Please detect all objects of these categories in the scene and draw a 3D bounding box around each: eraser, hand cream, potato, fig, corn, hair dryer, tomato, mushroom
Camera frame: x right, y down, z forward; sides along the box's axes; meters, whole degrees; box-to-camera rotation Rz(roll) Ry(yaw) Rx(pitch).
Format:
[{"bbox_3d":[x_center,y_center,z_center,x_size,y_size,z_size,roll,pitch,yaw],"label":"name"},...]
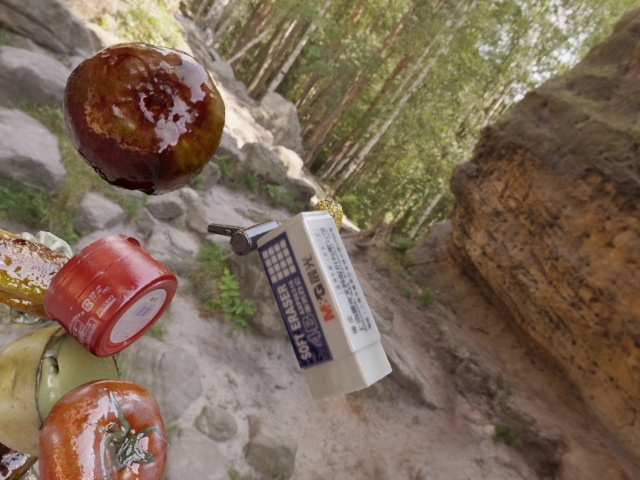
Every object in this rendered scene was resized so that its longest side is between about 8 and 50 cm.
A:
[{"bbox_3d":[0.001,0.102,0.738,0.081,0.124,0.279,-9,74,-50],"label":"eraser"},{"bbox_3d":[-0.360,0.097,0.806,0.125,0.193,0.193,39,10,8],"label":"hand cream"},{"bbox_3d":[-0.522,0.295,0.878,0.242,0.242,0.285,44,-25,44],"label":"potato"},{"bbox_3d":[-0.221,-0.123,0.631,0.191,0.190,0.290,37,-25,12],"label":"fig"},{"bbox_3d":[0.000,0.000,1.430,0.101,0.310,0.101,12,25,-6],"label":"corn"},{"bbox_3d":[-0.278,-0.021,1.552,0.251,0.089,0.197,9,19,26],"label":"hair dryer"},{"bbox_3d":[-0.330,0.340,0.735,0.237,0.095,0.236,47,35,-49],"label":"tomato"},{"bbox_3d":[-1.073,0.817,1.637,0.356,0.331,0.334,29,-26,-21],"label":"mushroom"}]

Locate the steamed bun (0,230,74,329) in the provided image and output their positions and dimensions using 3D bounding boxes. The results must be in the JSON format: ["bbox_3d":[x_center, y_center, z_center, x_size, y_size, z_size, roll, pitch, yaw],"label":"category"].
[{"bbox_3d":[-1.014,0.157,1.629,0.247,0.339,0.352,24,-37,32],"label":"steamed bun"}]

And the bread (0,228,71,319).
[{"bbox_3d":[-0.712,0.030,0.989,0.380,0.109,0.185,39,18,-42],"label":"bread"}]
